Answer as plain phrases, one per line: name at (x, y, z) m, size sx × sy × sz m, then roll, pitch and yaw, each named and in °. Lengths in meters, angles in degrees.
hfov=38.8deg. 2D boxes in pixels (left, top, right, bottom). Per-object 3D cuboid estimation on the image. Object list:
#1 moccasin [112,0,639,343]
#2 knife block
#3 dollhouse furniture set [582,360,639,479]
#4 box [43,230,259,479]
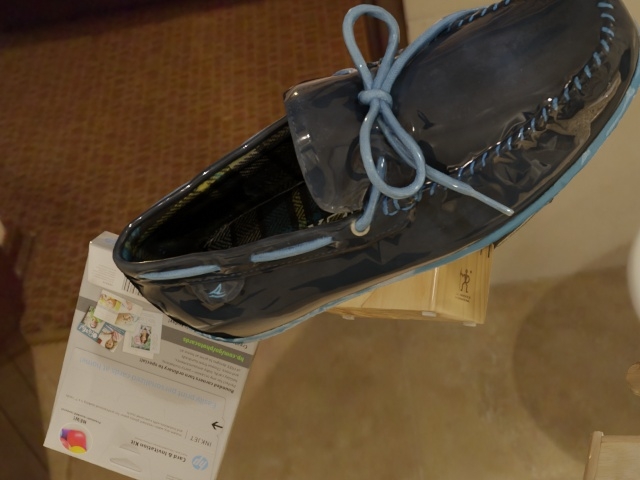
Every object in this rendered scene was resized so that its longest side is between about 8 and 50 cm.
moccasin at (0.020, -0.036, 0.524) m, size 0.342 × 0.116 × 0.138 m, roll -36°, pitch 48°, yaw 22°
knife block at (0.100, -0.041, 0.913) m, size 0.275 × 0.088 × 0.242 m, roll -2°, pitch 76°, yaw 44°
dollhouse furniture set at (0.362, 0.325, 0.819) m, size 0.173 × 0.356 × 0.303 m, roll -6°, pitch 33°, yaw 30°
box at (-0.130, 0.103, 0.724) m, size 0.145 × 0.186 × 0.038 m, roll 18°, pitch 18°, yaw 3°
